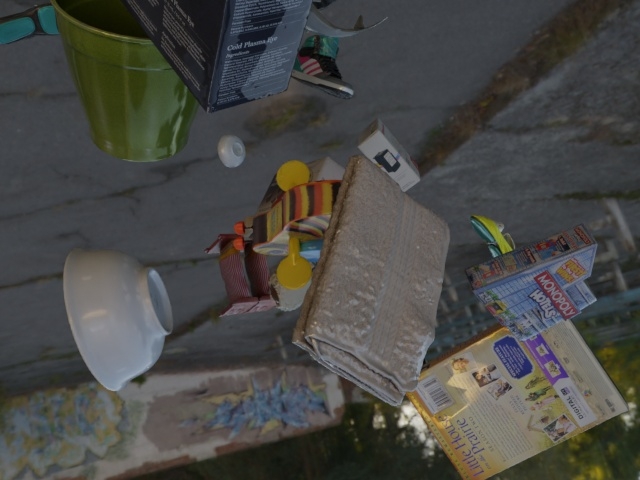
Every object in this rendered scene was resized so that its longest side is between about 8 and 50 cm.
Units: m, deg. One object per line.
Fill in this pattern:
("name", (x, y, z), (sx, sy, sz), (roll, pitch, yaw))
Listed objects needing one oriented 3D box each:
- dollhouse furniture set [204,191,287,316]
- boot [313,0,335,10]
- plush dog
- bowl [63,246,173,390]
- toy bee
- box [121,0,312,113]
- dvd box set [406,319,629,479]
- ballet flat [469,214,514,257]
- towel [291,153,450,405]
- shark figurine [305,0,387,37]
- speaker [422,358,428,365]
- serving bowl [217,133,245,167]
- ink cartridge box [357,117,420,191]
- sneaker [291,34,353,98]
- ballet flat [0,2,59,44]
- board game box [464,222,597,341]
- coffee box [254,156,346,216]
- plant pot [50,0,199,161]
("dollhouse furniture set", (-0.146, 0.035, 1.691), (0.152, 0.201, 0.374), (-3, 156, -33))
("boot", (-0.058, -0.707, 1.744), (0.131, 0.348, 0.260), (-3, 139, 29))
("plush dog", (0.000, 0.000, 1.395), (0.211, 0.262, 0.225), (3, -153, -9))
("bowl", (-0.382, 0.138, 1.321), (0.134, 0.297, 0.298), (-17, 169, -1))
("toy bee", (-0.052, -0.006, 1.030), (0.162, 0.195, 0.298), (1, 141, -11))
("box", (-0.180, -0.454, 1.101), (0.179, 0.343, 0.312), (-25, 156, -31))
("dvd box set", (0.443, 0.355, 1.545), (0.420, 0.307, 0.062), (-35, -179, 18))
("ballet flat", (0.523, -0.010, 1.964), (0.077, 0.231, 0.077), (-44, -155, -11))
("towel", (0.075, 0.045, 0.823), (0.187, 0.282, 0.049), (35, 146, -30))
("shark figurine", (-0.009, -0.499, 1.414), (0.278, 0.166, 0.116), (33, 167, -14))
("speaker", (0.294, 0.369, 1.805), (0.055, 0.055, 0.136), (-20, 136, 27))
("serving bowl", (-0.211, -0.220, 1.610), (0.027, 0.083, 0.083), (-6, 177, 38))
("ink cartridge box", (0.179, -0.222, 1.732), (0.072, 0.175, 0.127), (-37, -164, 20))
("sneaker", (0.024, -0.578, 2.150), (0.295, 0.178, 0.124), (32, -170, 38))
("ballet flat", (-0.848, -0.653, 1.959), (0.280, 0.096, 0.095), (-21, 130, -28))
("board game box", (0.368, 0.069, 1.066), (0.194, 0.060, 0.194), (-34, 123, 19))
("coffee box", (-0.049, -0.118, 1.891), (0.119, 0.168, 0.297), (33, 159, -26))
("plant pot", (-0.412, -0.385, 1.508), (0.367, 0.366, 0.353), (-9, 137, -26))
